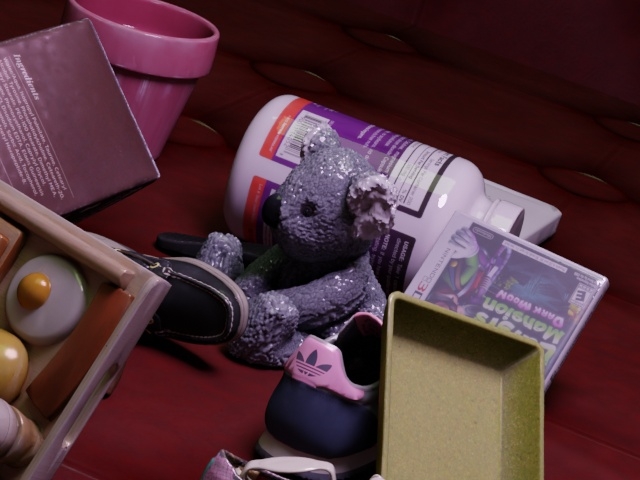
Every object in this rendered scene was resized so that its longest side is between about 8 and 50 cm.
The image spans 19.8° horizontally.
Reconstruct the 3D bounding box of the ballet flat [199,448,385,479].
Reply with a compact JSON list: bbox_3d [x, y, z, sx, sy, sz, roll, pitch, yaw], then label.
[{"bbox_3d":[0.009,0.220,1.483,0.221,0.079,0.077,16,17,-3],"label":"ballet flat"}]

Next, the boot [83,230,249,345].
[{"bbox_3d":[-0.206,0.061,1.749,0.236,0.085,0.178,18,18,28],"label":"boot"}]

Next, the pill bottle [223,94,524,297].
[{"bbox_3d":[0.063,-0.036,2.118,0.323,0.181,0.181,22,19,13],"label":"pill bottle"}]

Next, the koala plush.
[{"bbox_3d":[0.000,0.000,1.889,0.203,0.221,0.196,8,20,-27],"label":"koala plush"}]

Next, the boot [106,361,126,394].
[{"bbox_3d":[-0.228,0.114,1.647,0.087,0.042,0.118,11,10,7],"label":"boot"}]

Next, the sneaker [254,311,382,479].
[{"bbox_3d":[0.058,0.125,1.719,0.112,0.131,0.319,22,19,20],"label":"sneaker"}]

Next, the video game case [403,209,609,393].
[{"bbox_3d":[0.182,0.075,1.947,0.190,0.173,0.022,26,-16,25],"label":"video game case"}]

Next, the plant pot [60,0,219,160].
[{"bbox_3d":[-0.245,-0.205,2.335,0.201,0.180,0.201,15,19,-5],"label":"plant pot"}]

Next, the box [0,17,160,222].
[{"bbox_3d":[-0.294,-0.079,1.666,0.203,0.167,0.168,-25,0,-45],"label":"box"}]

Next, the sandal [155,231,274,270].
[{"bbox_3d":[-0.100,0.023,2.042,0.179,0.040,0.067,9,8,23],"label":"sandal"}]

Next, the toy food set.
[{"bbox_3d":[-0.281,0.061,1.435,0.306,0.220,0.092,30,-3,32],"label":"toy food set"}]

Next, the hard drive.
[{"bbox_3d":[0.159,-0.032,2.408,0.233,0.047,0.353,23,18,17],"label":"hard drive"}]

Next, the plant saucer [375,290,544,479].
[{"bbox_3d":[0.117,0.160,1.636,0.188,0.188,0.045,20,-29,-33],"label":"plant saucer"}]
